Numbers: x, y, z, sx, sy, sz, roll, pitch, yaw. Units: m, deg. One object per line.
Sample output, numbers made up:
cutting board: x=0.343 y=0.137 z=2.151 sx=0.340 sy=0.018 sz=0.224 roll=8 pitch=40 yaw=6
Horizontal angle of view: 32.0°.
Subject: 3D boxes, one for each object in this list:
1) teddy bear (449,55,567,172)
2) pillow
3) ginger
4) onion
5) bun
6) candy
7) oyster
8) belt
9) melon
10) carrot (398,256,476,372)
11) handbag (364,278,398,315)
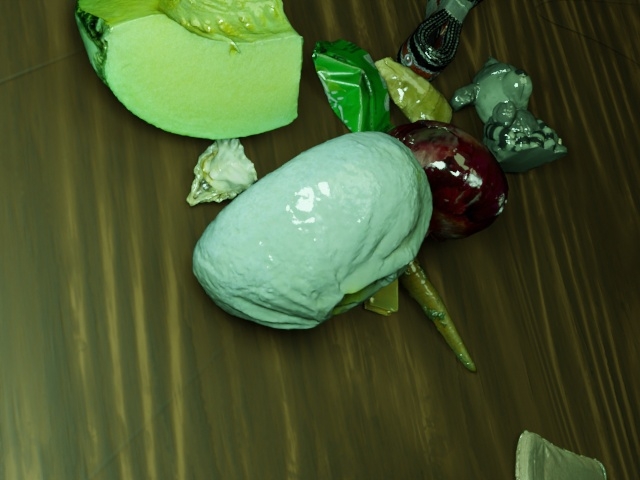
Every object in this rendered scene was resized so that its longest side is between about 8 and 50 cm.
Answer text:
teddy bear: x=0.346 y=-0.248 z=2.136 sx=0.171 sy=0.144 sz=0.251 roll=-18 pitch=77 yaw=-29
pillow: x=0.416 y=0.412 z=1.920 sx=0.211 sy=0.034 sz=0.135 roll=26 pitch=57 yaw=-25
ginger: x=0.181 y=-0.258 z=2.044 sx=0.115 sy=0.081 sz=0.205 roll=-36 pitch=102 yaw=-13
onion: x=0.191 y=-0.082 z=1.867 sx=0.252 sy=0.252 sz=0.219 roll=27 pitch=77 yaw=-26
bun: x=0.000 y=0.000 z=1.584 sx=0.362 sy=0.362 sz=0.211 roll=-20 pitch=78 yaw=-44
candy: x=0.063 y=-0.266 z=1.956 sx=0.141 sy=0.078 sz=0.203 roll=-33 pitch=96 yaw=-44
oyster: x=-0.143 y=-0.104 z=1.720 sx=0.122 sy=0.045 sz=0.146 roll=19 pitch=50 yaw=-28
belt: x=0.241 y=-0.435 z=2.177 sx=0.126 sy=0.094 sz=0.359 roll=39 pitch=49 yaw=-19
melon: x=-0.205 y=-0.311 z=1.673 sx=0.344 sy=0.226 sz=0.331 roll=-12 pitch=87 yaw=-29
carrot: x=0.194 y=0.119 z=1.886 sx=0.254 sy=0.049 sz=0.049 roll=56 pitch=46 yaw=-6
handbag: x=0.098 y=0.078 z=1.836 sx=0.061 sy=0.027 sz=0.083 roll=20 pitch=57 yaw=-31
